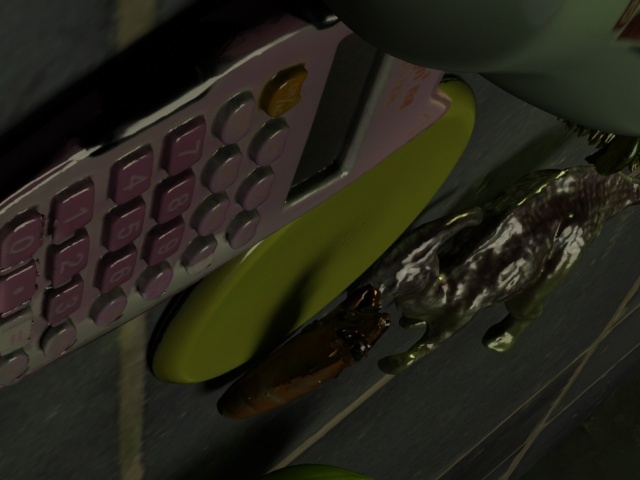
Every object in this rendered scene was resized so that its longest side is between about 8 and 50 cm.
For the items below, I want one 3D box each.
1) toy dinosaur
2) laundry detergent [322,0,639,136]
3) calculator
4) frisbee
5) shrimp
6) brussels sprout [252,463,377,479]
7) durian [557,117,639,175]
[{"bbox_3d":[0.128,0.013,1.294,0.294,0.077,0.162,-31,161,-39],"label":"toy dinosaur"},{"bbox_3d":[0.093,-0.150,0.603,0.398,0.125,0.264,-14,132,-57],"label":"laundry detergent"},{"bbox_3d":[-0.050,-0.033,0.759,0.294,0.043,0.194,-33,164,-24],"label":"calculator"},{"bbox_3d":[0.000,0.000,1.030,0.236,0.017,0.236,-40,166,-12],"label":"frisbee"},{"bbox_3d":[0.009,0.057,1.117,0.124,0.034,0.178,-38,-179,-42],"label":"shrimp"},{"bbox_3d":[-0.037,0.322,1.362,0.344,0.268,0.344,-43,174,-6],"label":"brussels sprout"},{"bbox_3d":[0.192,-0.113,0.982,0.198,0.146,0.159,-35,-179,-10],"label":"durian"}]
